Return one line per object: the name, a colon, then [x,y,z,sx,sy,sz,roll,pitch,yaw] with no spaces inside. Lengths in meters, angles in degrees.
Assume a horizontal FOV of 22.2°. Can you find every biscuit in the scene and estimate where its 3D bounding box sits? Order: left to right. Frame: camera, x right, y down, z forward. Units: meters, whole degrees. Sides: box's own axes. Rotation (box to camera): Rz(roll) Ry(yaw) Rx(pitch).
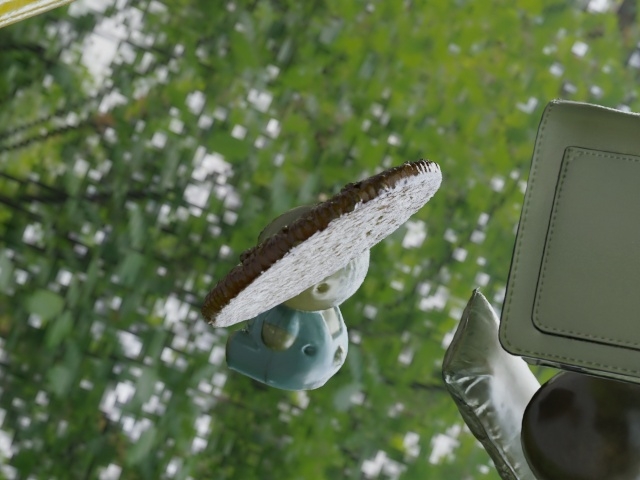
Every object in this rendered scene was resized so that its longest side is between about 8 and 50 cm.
biscuit: [0.000,0.000,1.757,0.305,0.038,0.305,-32,171,-6]

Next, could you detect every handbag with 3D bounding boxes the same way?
handbag: [0.349,0.018,1.383,0.160,0.358,0.237,21,80,-73]

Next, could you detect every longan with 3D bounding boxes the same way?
longan: [0.310,0.217,1.759,0.167,0.187,0.167,-58,-173,11]

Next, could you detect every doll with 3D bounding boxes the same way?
doll: [-0.023,0.071,2.299,0.177,0.161,0.261,-25,131,-58]

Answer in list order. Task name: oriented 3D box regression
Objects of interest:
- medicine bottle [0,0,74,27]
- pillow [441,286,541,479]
medicine bottle: [-0.320,-0.211,1.384,0.426,0.108,0.108,-34,164,-52]
pillow: [0.239,0.222,1.969,0.075,0.302,0.185,-21,-157,28]
